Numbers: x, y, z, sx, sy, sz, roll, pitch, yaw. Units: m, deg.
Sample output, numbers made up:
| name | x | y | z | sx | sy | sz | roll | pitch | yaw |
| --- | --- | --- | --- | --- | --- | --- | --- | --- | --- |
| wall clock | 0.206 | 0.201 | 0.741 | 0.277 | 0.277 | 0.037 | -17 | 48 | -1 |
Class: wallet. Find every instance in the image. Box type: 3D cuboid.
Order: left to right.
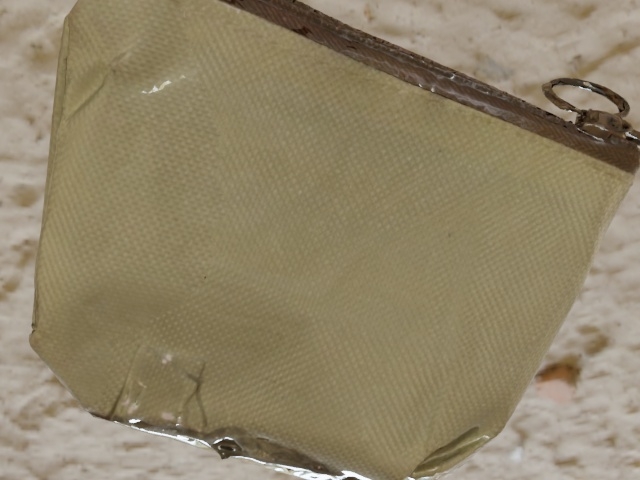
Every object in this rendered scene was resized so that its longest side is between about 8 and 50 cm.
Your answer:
| name | x | y | z | sx | sy | sz | roll | pitch | yaw |
| --- | --- | --- | --- | --- | --- | --- | --- | --- | --- |
| wallet | 0.001 | -0.001 | 0.600 | 0.335 | 0.068 | 0.274 | 19 | 96 | -12 |
